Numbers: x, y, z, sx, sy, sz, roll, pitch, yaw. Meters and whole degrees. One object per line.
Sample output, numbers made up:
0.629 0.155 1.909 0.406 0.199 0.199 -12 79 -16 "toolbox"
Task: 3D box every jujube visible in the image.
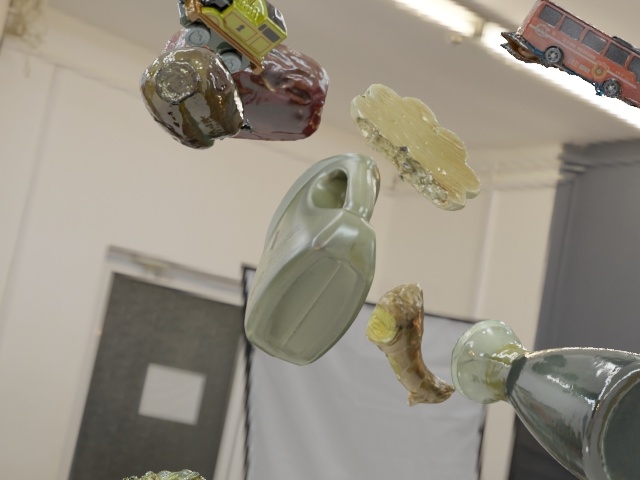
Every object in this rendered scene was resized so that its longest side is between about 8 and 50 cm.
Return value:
-0.147 -0.288 2.151 0.318 0.223 0.223 13 -9 -3 "jujube"

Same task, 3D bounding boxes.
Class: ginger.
0.164 0.190 2.041 0.086 0.131 0.294 13 -34 40 "ginger"

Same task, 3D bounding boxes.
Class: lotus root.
-0.176 -0.198 1.596 0.124 0.123 0.241 -33 -13 1 "lotus root"

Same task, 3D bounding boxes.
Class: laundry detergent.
0.000 0.000 1.160 0.091 0.181 0.253 28 28 -10 "laundry detergent"

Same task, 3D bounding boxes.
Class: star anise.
0.372 -0.322 1.966 0.157 0.053 0.212 11 20 -3 "star anise"

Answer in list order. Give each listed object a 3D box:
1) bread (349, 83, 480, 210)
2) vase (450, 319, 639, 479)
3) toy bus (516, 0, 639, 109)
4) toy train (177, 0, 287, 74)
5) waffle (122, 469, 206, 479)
0.159 -0.154 1.874 0.251 0.182 0.039 44 -55 1 "bread"
0.306 0.196 1.471 0.173 0.173 0.321 17 2 -30 "vase"
0.423 -0.291 1.819 0.235 0.096 0.073 27 10 -3 "toy bus"
-0.145 -0.354 1.871 0.127 0.089 0.219 -33 -44 22 "toy train"
-0.263 0.446 1.818 0.208 0.214 0.054 -14 -52 6 "waffle"
